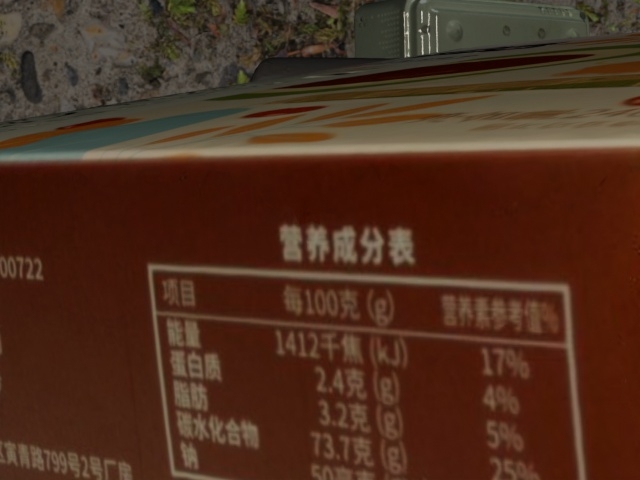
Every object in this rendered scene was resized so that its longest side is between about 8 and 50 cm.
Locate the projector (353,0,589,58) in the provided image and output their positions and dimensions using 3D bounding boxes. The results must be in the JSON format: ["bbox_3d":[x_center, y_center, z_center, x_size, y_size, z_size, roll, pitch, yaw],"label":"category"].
[{"bbox_3d":[0.125,-0.061,1.501,0.192,0.256,0.099,-1,0,-34],"label":"projector"}]

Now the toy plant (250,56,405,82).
[{"bbox_3d":[0.156,-0.006,1.085,0.400,0.185,0.279,7,-27,7],"label":"toy plant"}]

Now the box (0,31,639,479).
[{"bbox_3d":[0.073,0.004,0.606,0.344,0.122,0.385,-14,11,-42],"label":"box"}]
